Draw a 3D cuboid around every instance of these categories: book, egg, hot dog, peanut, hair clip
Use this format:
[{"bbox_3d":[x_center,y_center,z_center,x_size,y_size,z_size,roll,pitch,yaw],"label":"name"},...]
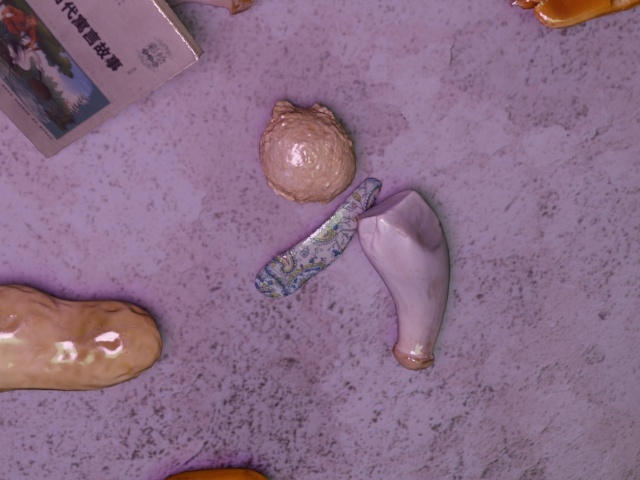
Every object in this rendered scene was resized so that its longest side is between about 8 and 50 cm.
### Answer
[{"bbox_3d":[-0.294,-0.227,0.892,0.282,0.025,0.215,-25,115,33],"label":"book"},{"bbox_3d":[-0.017,-0.107,1.005,0.116,0.118,0.140,-16,134,45],"label":"egg"},{"bbox_3d":[0.367,-0.339,0.990,0.269,0.072,0.109,-20,111,-2],"label":"hot dog"},{"bbox_3d":[-0.367,0.128,1.027,0.318,0.147,0.148,2,111,-7],"label":"peanut"},{"bbox_3d":[0.000,0.001,1.087,0.229,0.036,0.066,-44,118,10],"label":"hair clip"}]

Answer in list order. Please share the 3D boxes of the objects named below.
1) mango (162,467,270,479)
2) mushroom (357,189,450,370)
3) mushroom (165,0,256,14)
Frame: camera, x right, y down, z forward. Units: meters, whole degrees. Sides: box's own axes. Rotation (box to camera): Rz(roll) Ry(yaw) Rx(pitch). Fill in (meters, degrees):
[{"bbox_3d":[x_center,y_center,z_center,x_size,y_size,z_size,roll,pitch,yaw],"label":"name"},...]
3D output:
[{"bbox_3d":[-0.174,0.405,1.191,0.217,0.102,0.141,-24,89,-2],"label":"mango"},{"bbox_3d":[0.129,0.054,1.092,0.118,0.103,0.270,-34,122,-27],"label":"mushroom"},{"bbox_3d":[-0.175,-0.293,0.922,0.223,0.081,0.092,-15,95,-5],"label":"mushroom"}]
